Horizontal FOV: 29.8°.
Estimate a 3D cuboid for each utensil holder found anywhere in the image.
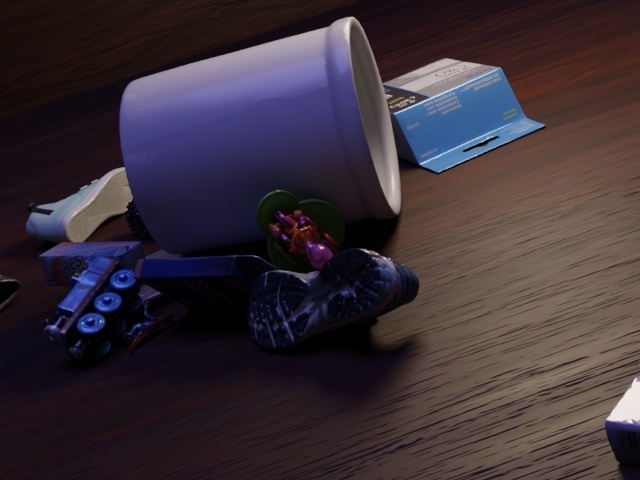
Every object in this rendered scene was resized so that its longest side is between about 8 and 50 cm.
[{"bbox_3d":[-0.091,-0.159,1.971,0.385,0.327,0.327,-13,21,13],"label":"utensil holder"}]

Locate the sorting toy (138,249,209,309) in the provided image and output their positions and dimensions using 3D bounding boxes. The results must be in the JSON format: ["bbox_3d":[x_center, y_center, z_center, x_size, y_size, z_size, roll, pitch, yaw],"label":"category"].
[{"bbox_3d":[-0.278,0.066,2.001,0.208,0.038,0.193,-20,20,-19],"label":"sorting toy"}]

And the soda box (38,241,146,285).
[{"bbox_3d":[-0.376,0.039,1.994,0.183,0.058,0.063,-1,22,32],"label":"soda box"}]

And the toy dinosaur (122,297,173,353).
[{"bbox_3d":[-0.259,0.135,1.826,0.082,0.047,0.090,-13,52,-14],"label":"toy dinosaur"}]

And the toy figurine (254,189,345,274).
[{"bbox_3d":[-0.001,0.015,1.753,0.130,0.173,0.159,-47,36,0],"label":"toy figurine"}]

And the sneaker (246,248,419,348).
[{"bbox_3d":[0.014,0.089,1.643,0.122,0.110,0.283,10,-18,-44],"label":"sneaker"}]

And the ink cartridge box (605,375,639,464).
[{"bbox_3d":[0.417,0.147,1.201,0.189,0.066,0.232,0,31,39],"label":"ink cartridge box"}]

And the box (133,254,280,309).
[{"bbox_3d":[-0.147,0.063,1.768,0.225,0.136,0.036,-4,65,35],"label":"box"}]

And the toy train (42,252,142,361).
[{"bbox_3d":[-0.347,0.104,1.834,0.105,0.080,0.184,15,47,18],"label":"toy train"}]

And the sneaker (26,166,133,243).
[{"bbox_3d":[-0.484,-0.079,2.435,0.151,0.094,0.256,5,32,33],"label":"sneaker"}]

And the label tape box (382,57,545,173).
[{"bbox_3d":[0.230,-0.246,2.281,0.240,0.106,0.333,-24,21,-16],"label":"label tape box"}]

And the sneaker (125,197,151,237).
[{"bbox_3d":[-0.270,-0.052,2.244,0.237,0.085,0.086,-5,-3,38],"label":"sneaker"}]

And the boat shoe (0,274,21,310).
[{"bbox_3d":[-0.609,0.114,2.075,0.073,0.080,0.223,-9,17,34],"label":"boat shoe"}]
